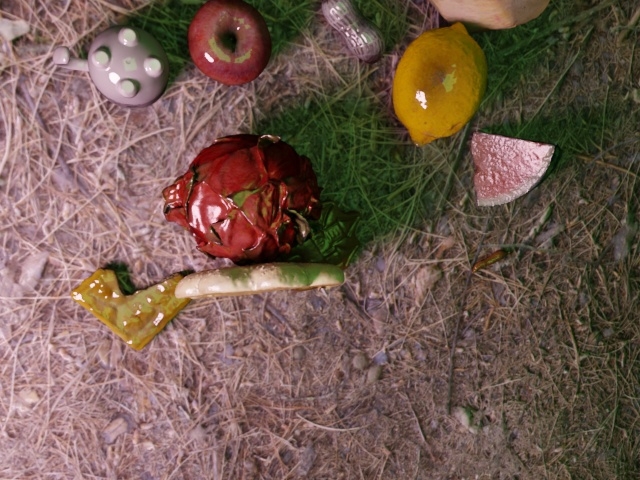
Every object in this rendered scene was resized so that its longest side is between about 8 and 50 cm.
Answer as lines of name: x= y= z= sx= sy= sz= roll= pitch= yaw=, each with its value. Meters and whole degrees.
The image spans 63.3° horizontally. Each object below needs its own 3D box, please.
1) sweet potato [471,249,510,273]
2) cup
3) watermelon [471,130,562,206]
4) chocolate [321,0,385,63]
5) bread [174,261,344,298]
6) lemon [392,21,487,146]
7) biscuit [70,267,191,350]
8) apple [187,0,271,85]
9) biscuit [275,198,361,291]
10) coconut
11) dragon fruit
sweet potato: x=0.417 y=0.047 z=1.275 sx=0.115 sy=0.026 sz=0.026 roll=-24 pitch=107 yaw=-10
cup: x=-0.344 y=-0.308 z=0.885 sx=0.173 sy=0.142 sz=0.134 roll=34 pitch=89 yaw=-21
watermelon: x=0.435 y=-0.164 z=1.174 sx=0.202 sy=0.207 sz=0.136 roll=16 pitch=68 yaw=-5
chocolate: x=0.068 y=-0.427 z=1.039 sx=0.072 sy=0.072 sz=0.167 roll=-46 pitch=108 yaw=-5
bread: x=-0.109 y=0.074 z=0.960 sx=0.316 sy=0.316 sz=0.054 roll=-3 pitch=84 yaw=-18
lemon: x=0.240 y=-0.315 z=1.056 sx=0.188 sy=0.188 sz=0.256 roll=12 pitch=101 yaw=-20
biscuit: x=-0.362 y=0.106 z=1.015 sx=0.174 sy=0.039 sz=0.183 roll=-48 pitch=112 yaw=-3
apple: x=-0.165 y=-0.361 z=0.947 sx=0.153 sy=0.120 sz=0.153 roll=-2 pitch=95 yaw=-18
biscuit: x=0.001 y=0.000 z=1.119 sx=0.215 sy=0.034 sz=0.182 roll=-36 pitch=110 yaw=-9
coconut: x=0.328 y=-0.538 z=1.023 sx=0.259 sy=0.259 sz=0.259 roll=-4 pitch=102 yaw=-18
dragon fruit: x=-0.142 y=-0.075 z=0.949 sx=0.299 sy=0.244 sz=0.244 roll=-3 pitch=102 yaw=-1
